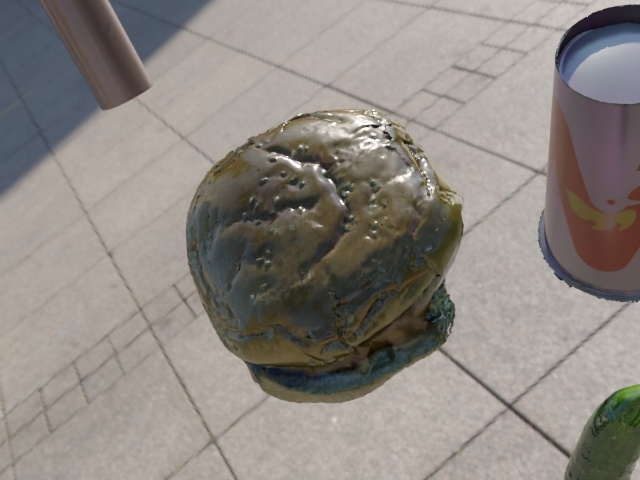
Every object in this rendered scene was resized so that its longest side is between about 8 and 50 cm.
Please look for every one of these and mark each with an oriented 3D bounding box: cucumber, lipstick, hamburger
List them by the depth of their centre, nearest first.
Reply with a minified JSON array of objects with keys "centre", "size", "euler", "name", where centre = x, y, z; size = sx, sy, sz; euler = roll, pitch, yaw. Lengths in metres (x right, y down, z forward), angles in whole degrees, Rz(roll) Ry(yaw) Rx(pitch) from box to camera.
[{"centre":[0.247,0.206,0.740],"size":[0.056,0.250,0.056],"euler":[2,39,-2],"name":"cucumber"},{"centre":[0.002,0.000,0.802],"size":[0.265,0.134,0.285],"euler":[-31,48,-8],"name":"hamburger"},{"centre":[-0.282,-0.276,0.950],"size":[0.070,0.254,0.070],"euler":[-23,21,10],"name":"lipstick"}]

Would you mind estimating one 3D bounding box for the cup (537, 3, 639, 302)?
[{"centre":[0.319,-0.090,0.878],"size":[0.203,0.288,0.203],"euler":[-9,52,12],"name":"cup"}]
